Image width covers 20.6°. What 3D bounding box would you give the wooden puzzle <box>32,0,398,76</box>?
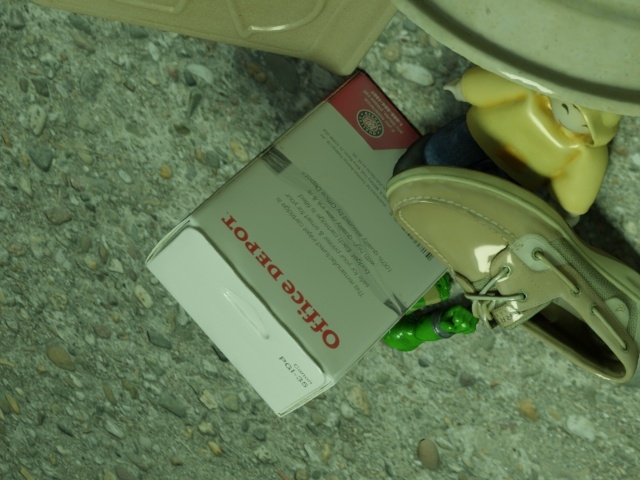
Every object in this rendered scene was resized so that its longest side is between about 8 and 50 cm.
[{"bbox_3d":[-0.078,-0.295,1.596,0.348,0.080,0.322,14,148,-17],"label":"wooden puzzle"}]

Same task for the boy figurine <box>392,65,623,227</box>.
[{"bbox_3d":[0.191,-0.087,1.604,0.177,0.092,0.285,53,146,-7],"label":"boy figurine"}]

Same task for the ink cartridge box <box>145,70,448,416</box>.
[{"bbox_3d":[0.000,0.000,1.705,0.207,0.283,0.117,49,143,-2],"label":"ink cartridge box"}]

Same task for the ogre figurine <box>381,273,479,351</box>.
[{"bbox_3d":[0.055,0.065,1.859,0.197,0.097,0.118,6,153,-19],"label":"ogre figurine"}]

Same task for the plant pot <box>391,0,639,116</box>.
[{"bbox_3d":[0.223,-0.306,1.224,0.334,0.334,0.305,34,130,17],"label":"plant pot"}]

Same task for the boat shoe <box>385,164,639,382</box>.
[{"bbox_3d":[0.183,0.032,1.616,0.302,0.098,0.109,31,148,-24],"label":"boat shoe"}]
